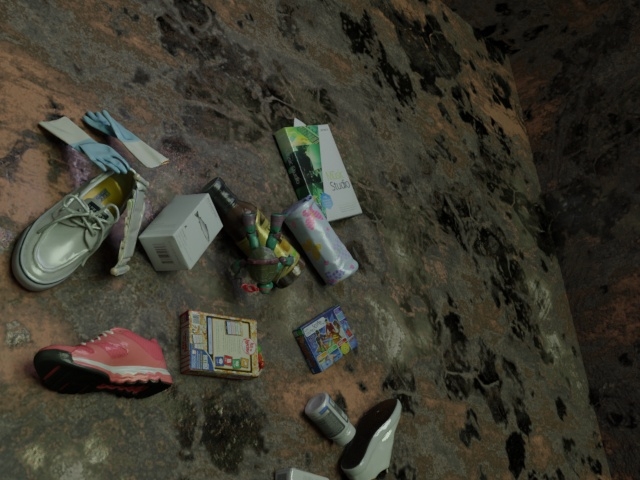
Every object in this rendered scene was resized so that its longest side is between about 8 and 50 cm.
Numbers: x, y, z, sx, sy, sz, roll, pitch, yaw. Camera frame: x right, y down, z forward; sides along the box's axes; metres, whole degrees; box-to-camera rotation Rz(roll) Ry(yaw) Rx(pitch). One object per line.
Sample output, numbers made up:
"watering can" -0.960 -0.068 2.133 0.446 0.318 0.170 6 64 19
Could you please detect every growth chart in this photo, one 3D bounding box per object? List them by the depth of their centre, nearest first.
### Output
"growth chart" -0.416 -0.034 1.572 0.021 0.172 0.237 11 81 -4

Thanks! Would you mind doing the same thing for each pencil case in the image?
"pencil case" 0.000 0.000 2.107 0.273 0.114 0.124 58 36 -9

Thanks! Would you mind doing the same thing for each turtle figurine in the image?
"turtle figurine" -0.144 0.048 1.821 0.175 0.118 0.234 -1 98 -14

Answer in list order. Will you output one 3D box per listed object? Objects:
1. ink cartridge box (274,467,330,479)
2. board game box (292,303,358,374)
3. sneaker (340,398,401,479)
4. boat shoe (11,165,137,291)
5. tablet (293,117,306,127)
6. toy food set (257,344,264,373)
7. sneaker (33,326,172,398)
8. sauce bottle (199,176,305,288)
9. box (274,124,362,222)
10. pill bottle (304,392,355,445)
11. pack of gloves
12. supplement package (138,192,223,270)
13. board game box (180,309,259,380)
"ink cartridge box" -0.005 0.727 1.723 0.261 0.066 0.296 30 49 -37
"board game box" 0.017 0.278 2.032 0.201 0.035 0.136 -24 89 -53
"sneaker" 0.155 0.570 1.989 0.290 0.106 0.123 -48 117 -43
"boat shoe" -0.493 -0.044 1.512 0.136 0.156 0.367 51 39 -16
"tablet" -0.067 -0.355 2.320 0.054 0.006 0.083 28 49 -37
"toy food set" -0.174 0.302 1.804 0.083 0.020 0.082 -11 78 -51
"sneaker" -0.448 0.239 1.467 0.314 0.116 0.136 24 42 -49
"sauce bottle" -0.183 -0.022 1.906 0.344 0.111 0.111 49 40 -21
"box" -0.004 -0.210 2.266 0.232 0.058 0.321 -17 83 -52
"pill bottle" 0.028 0.476 1.896 0.137 0.078 0.078 51 39 -17
"pack of gloves" -0.487 -0.239 1.637 0.232 0.046 0.195 35 29 14
"supplement package" -0.331 -0.021 1.712 0.179 0.105 0.105 -61 139 -47
"board game box" -0.241 0.254 1.716 0.194 0.045 0.146 15 59 -37
